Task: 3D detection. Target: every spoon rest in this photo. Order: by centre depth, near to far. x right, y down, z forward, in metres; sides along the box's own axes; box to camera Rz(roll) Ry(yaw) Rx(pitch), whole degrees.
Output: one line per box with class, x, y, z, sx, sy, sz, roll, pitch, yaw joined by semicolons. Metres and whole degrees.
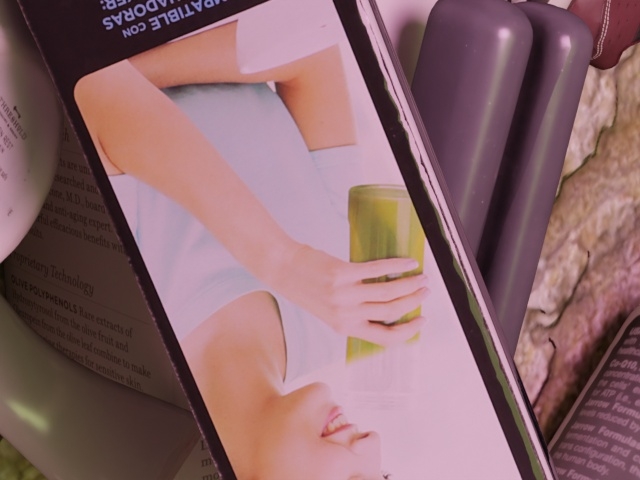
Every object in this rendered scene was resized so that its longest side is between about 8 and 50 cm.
spoon rest;-0.115;0.004;0.476;0.137;0.084;0.276;-56;152;-25

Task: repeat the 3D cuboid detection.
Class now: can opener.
can opener;0.063;0.047;0.610;0.076;0.095;0.283;1;108;-41

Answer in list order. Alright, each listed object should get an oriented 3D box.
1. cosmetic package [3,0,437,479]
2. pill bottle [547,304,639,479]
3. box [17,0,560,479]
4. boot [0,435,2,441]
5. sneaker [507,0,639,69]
cosmetic package;-0.031;-0.091;0.662;0.197;0.155;0.365;-11;107;-37
pill bottle;0.228;0.136;0.921;0.283;0.161;0.161;-55;128;-15
box;0.000;0.000;0.473;0.087;0.169;0.290;-21;97;6
boot;-0.252;0.084;0.563;0.248;0.090;0.207;-46;123;-26
sneaker;0.192;-0.227;0.860;0.162;0.106;0.281;25;95;-45
